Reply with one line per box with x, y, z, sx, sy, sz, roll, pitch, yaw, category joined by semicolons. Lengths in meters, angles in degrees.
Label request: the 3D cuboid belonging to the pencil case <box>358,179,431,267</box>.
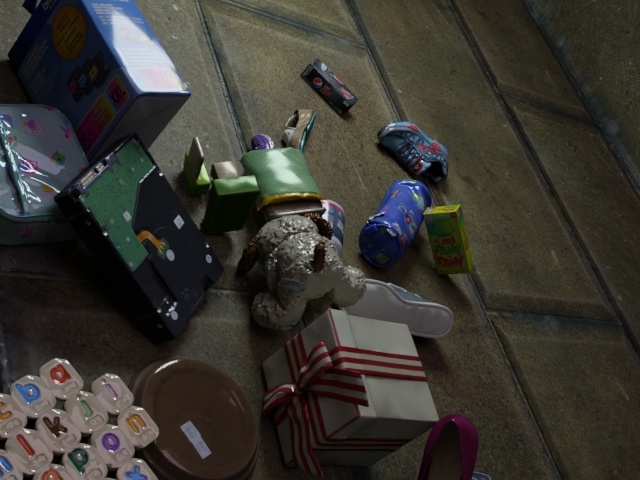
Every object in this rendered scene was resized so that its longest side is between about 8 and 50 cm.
0.192;-0.054;2.258;0.133;0.119;0.306;62;32;-17;pencil case

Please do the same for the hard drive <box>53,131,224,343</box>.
-0.332;-0.006;1.660;0.339;0.064;0.237;60;32;-22;hard drive

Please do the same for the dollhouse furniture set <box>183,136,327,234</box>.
-0.128;-0.150;1.939;0.301;0.151;0.198;-9;60;-25;dollhouse furniture set

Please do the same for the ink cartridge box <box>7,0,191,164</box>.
-0.470;-0.361;1.785;0.151;0.270;0.396;-9;62;-51;ink cartridge box

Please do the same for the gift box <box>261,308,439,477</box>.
0.054;0.302;1.685;0.258;0.255;0.276;14;42;-38;gift box

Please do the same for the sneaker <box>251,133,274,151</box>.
-0.149;-0.191;2.109;0.071;0.068;0.170;13;48;-28;sneaker

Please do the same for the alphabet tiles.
-0.395;0.331;1.388;0.278;0.021;0.284;50;45;6;alphabet tiles

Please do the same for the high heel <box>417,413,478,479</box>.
0.204;0.506;1.609;0.181;0.127;0.377;50;51;-63;high heel

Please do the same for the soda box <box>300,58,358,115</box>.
0.026;-0.439;2.518;0.169;0.053;0.060;46;37;-1;soda box

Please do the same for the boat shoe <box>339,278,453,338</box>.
0.161;0.160;2.079;0.319;0.116;0.099;16;2;-24;boat shoe

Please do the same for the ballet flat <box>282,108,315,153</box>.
-0.063;-0.276;2.284;0.067;0.073;0.206;13;38;2;ballet flat

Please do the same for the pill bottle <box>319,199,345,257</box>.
0.000;0.000;2.035;0.108;0.108;0.180;29;41;-21;pill bottle

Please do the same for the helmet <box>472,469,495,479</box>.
0.290;0.539;1.762;0.169;0.161;0.169;26;41;-25;helmet

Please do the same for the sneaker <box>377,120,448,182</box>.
0.280;-0.253;2.548;0.261;0.104;0.125;22;45;-28;sneaker

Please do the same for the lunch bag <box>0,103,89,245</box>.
-0.544;-0.124;1.627;0.224;0.108;0.279;-4;59;-46;lunch bag

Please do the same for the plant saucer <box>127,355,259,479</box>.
-0.220;0.325;1.577;0.277;0.041;0.278;26;42;-26;plant saucer

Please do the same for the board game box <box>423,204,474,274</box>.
0.336;0.000;2.300;0.043;0.092;0.181;-49;129;-54;board game box

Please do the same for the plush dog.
-0.052;0.033;1.851;0.262;0.211;0.225;-20;44;-20;plush dog
